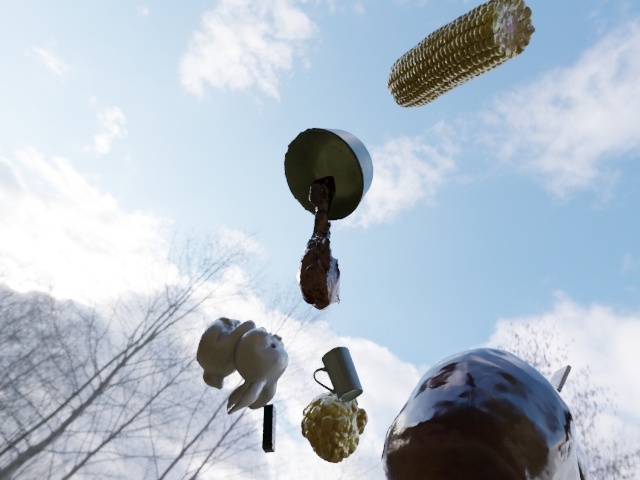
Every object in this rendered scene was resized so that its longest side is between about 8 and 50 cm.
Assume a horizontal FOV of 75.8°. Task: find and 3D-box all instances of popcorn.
[{"bbox_3d":[0.035,0.462,1.030,0.180,0.170,0.179,1,-84,11],"label":"popcorn"}]

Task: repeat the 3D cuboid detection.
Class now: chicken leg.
[{"bbox_3d":[0.000,0.000,0.892,0.093,0.304,0.113,0,-18,8],"label":"chicken leg"}]

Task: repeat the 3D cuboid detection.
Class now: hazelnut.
[{"bbox_3d":[0.180,0.237,0.471,0.217,0.252,0.216,-10,-107,38],"label":"hazelnut"}]

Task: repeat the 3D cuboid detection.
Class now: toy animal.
[{"bbox_3d":[-0.172,0.261,0.887,0.193,0.178,0.127,24,-14,27],"label":"toy animal"}]

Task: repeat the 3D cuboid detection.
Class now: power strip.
[{"bbox_3d":[-0.126,0.460,1.010,0.030,0.111,0.037,-8,-46,4],"label":"power strip"}]

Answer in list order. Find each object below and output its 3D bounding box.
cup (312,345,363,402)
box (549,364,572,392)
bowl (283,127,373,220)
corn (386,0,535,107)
[{"bbox_3d":[0.031,0.239,0.732,0.083,0.075,0.054,-114,-146,-41],"label":"cup"},{"bbox_3d":[0.521,0.309,0.902,0.012,0.083,0.046,44,-40,17],"label":"box"},{"bbox_3d":[0.032,-0.158,0.926,0.212,0.112,0.211,19,-57,31],"label":"bowl"},{"bbox_3d":[0.193,-0.275,0.625,0.093,0.093,0.244,54,-21,-13],"label":"corn"}]
